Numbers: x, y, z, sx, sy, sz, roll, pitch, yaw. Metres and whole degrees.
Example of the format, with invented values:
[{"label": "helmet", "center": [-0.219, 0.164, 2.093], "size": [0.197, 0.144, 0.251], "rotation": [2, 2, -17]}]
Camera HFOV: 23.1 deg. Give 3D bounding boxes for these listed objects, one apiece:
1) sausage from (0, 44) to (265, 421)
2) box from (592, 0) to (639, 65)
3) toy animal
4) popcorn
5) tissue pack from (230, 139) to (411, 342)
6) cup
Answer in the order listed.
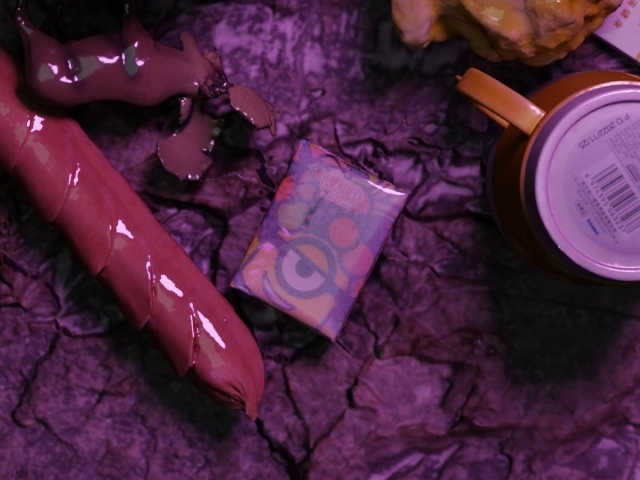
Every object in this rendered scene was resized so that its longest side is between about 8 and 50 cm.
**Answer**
[{"label": "sausage", "center": [-0.188, -0.013, 1.387], "size": [0.088, 0.088, 0.433], "rotation": [-41, 83, 6]}, {"label": "box", "center": [0.316, -0.177, 1.351], "size": [0.167, 0.024, 0.090], "rotation": [35, 94, 7]}, {"label": "toy animal", "center": [-0.155, -0.145, 1.372], "size": [0.214, 0.094, 0.186], "rotation": [-10, 77, -12]}, {"label": "popcorn", "center": [0.155, -0.271, 1.285], "size": [0.255, 0.195, 0.256], "rotation": [-28, 87, 9]}, {"label": "tissue pack", "center": [0.000, 0.000, 1.377], "size": [0.108, 0.060, 0.148], "rotation": [28, 95, 5]}, {"label": "cup", "center": [0.210, -0.063, 1.265], "size": [0.241, 0.226, 0.185], "rotation": [34, 94, -2]}]
